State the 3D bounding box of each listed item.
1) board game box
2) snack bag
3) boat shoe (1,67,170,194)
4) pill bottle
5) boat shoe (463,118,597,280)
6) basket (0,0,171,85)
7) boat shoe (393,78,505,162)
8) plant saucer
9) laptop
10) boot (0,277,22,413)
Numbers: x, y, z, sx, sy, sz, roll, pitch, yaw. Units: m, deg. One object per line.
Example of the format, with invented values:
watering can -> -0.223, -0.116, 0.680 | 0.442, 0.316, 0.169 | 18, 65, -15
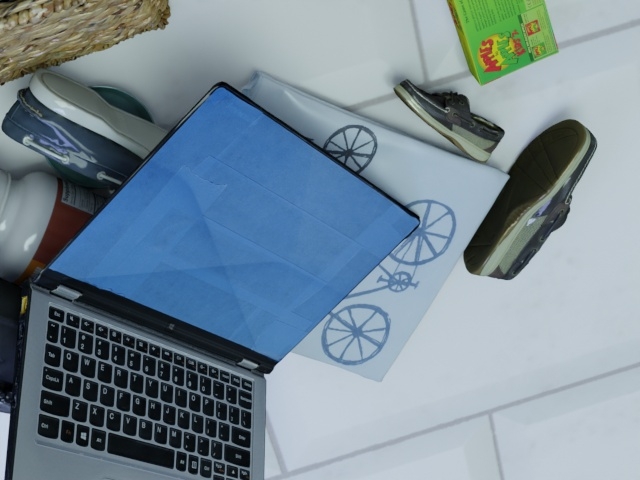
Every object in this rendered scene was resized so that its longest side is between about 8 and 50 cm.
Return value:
board game box -> 0.178, -0.261, 1.202 | 0.092, 0.043, 0.181 | -23, 124, 2
snack bag -> 0.000, 0.000, 1.331 | 0.342, 0.037, 0.323 | 19, 115, -23
boat shoe -> -0.197, -0.077, 1.169 | 0.254, 0.095, 0.079 | 29, 112, -33
pill bottle -> -0.269, 0.002, 1.216 | 0.216, 0.121, 0.121 | 23, 114, -25
boat shoe -> 0.251, -0.042, 1.343 | 0.073, 0.080, 0.223 | 18, 122, -29
basket -> -0.312, -0.264, 1.054 | 0.299, 0.223, 0.213 | -20, 92, 0
boat shoe -> 0.142, -0.140, 1.268 | 0.152, 0.056, 0.049 | 30, 106, -38
plant saucer -> -0.232, -0.111, 1.212 | 0.119, 0.021, 0.119 | -6, 122, -10
laptop -> -0.084, 0.127, 1.158 | 0.236, 0.408, 0.382 | -14, 154, 31
boot -> -0.403, 0.097, 1.220 | 0.445, 0.367, 0.146 | 29, 70, -49
